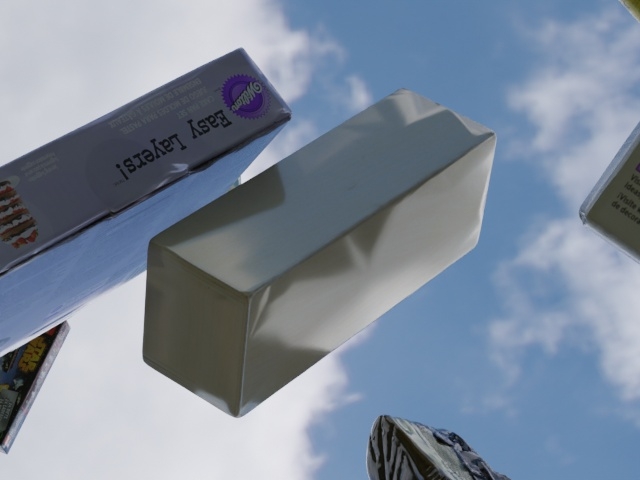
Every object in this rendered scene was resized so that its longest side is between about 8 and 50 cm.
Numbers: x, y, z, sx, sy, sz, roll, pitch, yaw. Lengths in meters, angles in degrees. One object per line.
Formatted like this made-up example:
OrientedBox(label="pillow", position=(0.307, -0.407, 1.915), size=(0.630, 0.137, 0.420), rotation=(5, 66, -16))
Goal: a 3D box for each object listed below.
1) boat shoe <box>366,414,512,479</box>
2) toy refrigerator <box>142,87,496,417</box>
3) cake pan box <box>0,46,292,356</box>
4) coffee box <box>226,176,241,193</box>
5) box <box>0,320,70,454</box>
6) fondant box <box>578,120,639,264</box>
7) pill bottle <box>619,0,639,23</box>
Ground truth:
OrientedBox(label="boat shoe", position=(0.107, 0.190, 1.303), size=(0.223, 0.073, 0.080), rotation=(47, -45, 51))
OrientedBox(label="toy refrigerator", position=(0.000, 0.000, 1.279), size=(0.094, 0.269, 0.102), rotation=(28, -49, 27))
OrientedBox(label="cake pan box", position=(-0.166, -0.007, 1.283), size=(0.070, 0.267, 0.246), rotation=(56, -33, 5))
OrientedBox(label="coffee box", position=(-0.112, -0.037, 1.623), size=(0.040, 0.184, 0.113), rotation=(-32, -58, 16))
OrientedBox(label="box", position=(-0.303, 0.120, 1.761), size=(0.094, 0.027, 0.137), rotation=(19, -113, 15))
OrientedBox(label="fondant box", position=(0.307, -0.076, 0.852), size=(0.238, 0.096, 0.330), rotation=(36, -84, 4))
OrientedBox(label="pill bottle", position=(0.240, -0.199, 1.386), size=(0.065, 0.065, 0.116), rotation=(-47, -108, 27))
